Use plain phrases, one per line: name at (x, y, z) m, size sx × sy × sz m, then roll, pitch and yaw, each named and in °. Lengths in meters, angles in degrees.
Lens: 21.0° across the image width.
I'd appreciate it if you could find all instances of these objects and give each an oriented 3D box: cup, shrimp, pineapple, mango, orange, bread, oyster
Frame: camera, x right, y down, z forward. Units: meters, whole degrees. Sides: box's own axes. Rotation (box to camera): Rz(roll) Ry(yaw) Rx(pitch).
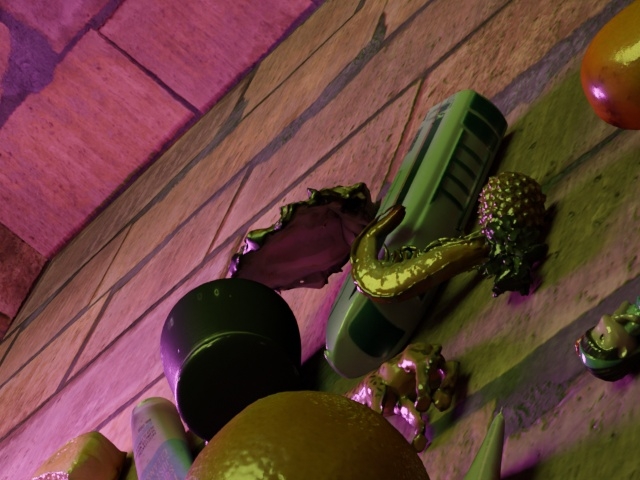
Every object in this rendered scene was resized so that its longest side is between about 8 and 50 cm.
cup at (-0.103, 0.168, 2.032) m, size 0.176 × 0.169 × 0.223 m, roll -114°, pitch 30°, yaw -67°
shrimp at (0.114, 0.001, 1.826) m, size 0.178 × 0.034 × 0.124 m, roll -26°, pitch 48°, yaw 4°
pineapple at (0.188, -0.002, 1.716) m, size 0.074 × 0.074 × 0.159 m, roll -41°, pitch 24°, yaw 31°
mango at (0.348, -0.189, 1.634) m, size 0.219 × 0.112 × 0.145 m, roll -33°, pitch 19°, yaw 18°
orange at (-0.013, 0.235, 1.406) m, size 0.236 × 0.236 × 0.236 m, roll -46°, pitch 15°, yaw 16°
bread at (-0.332, 0.327, 2.424) m, size 0.125 × 0.086 × 0.156 m, roll -51°, pitch 15°, yaw -31°
oyster at (-0.005, -0.008, 2.114) m, size 0.259 × 0.092 × 0.198 m, roll -2°, pitch -29°, yaw -41°

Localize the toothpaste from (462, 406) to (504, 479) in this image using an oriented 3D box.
toothpaste at (0.100, 0.260, 1.310) m, size 0.323 × 0.066 × 0.100 m, roll -66°, pitch -9°, yaw -52°

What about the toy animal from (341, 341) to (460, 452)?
toy animal at (0.059, 0.159, 1.717) m, size 0.149 × 0.054 × 0.275 m, roll -56°, pitch 17°, yaw -10°

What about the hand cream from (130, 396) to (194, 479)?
hand cream at (-0.197, 0.285, 2.153) m, size 0.111 × 0.070 × 0.312 m, roll -56°, pitch 17°, yaw 7°

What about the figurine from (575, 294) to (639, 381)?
figurine at (0.250, 0.067, 1.382) m, size 0.106 × 0.047 × 0.060 m, roll -44°, pitch 24°, yaw 15°

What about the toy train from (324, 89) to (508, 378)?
toy train at (0.112, -0.009, 1.930) m, size 0.088 × 0.086 × 0.407 m, roll -28°, pitch 26°, yaw 44°
